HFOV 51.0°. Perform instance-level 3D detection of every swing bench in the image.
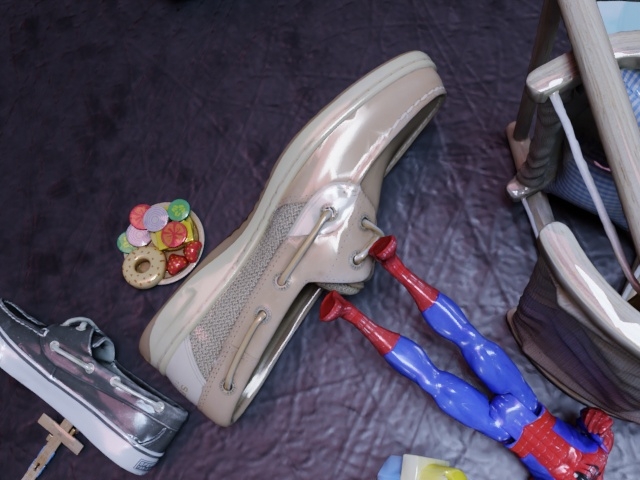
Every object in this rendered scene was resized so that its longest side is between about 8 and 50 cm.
[{"bbox_3d":[0.208,-0.011,0.443,0.165,0.253,0.255,5,74,12],"label":"swing bench"}]

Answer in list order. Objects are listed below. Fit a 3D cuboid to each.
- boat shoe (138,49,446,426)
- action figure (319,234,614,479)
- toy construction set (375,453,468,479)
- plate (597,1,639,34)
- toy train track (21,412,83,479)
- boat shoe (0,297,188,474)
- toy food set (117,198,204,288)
[{"bbox_3d":[0.000,0.000,0.557,0.110,0.121,0.341,41,95,14],"label":"boat shoe"},{"bbox_3d":[0.130,0.122,0.451,0.280,0.139,0.091,41,93,-7],"label":"action figure"},{"bbox_3d":[0.029,0.311,0.401,0.328,0.215,0.151,-50,30,-20],"label":"toy construction set"},{"bbox_3d":[0.319,-0.194,0.569,0.188,0.024,0.188,-9,74,36],"label":"plate"},{"bbox_3d":[-0.239,0.186,0.597,0.048,0.014,0.083,35,89,11],"label":"toy train track"},{"bbox_3d":[-0.211,0.107,0.585,0.219,0.078,0.070,35,84,10],"label":"boat shoe"},{"bbox_3d":[-0.150,0.001,0.630,0.083,0.020,0.083,-17,71,6],"label":"toy food set"}]
